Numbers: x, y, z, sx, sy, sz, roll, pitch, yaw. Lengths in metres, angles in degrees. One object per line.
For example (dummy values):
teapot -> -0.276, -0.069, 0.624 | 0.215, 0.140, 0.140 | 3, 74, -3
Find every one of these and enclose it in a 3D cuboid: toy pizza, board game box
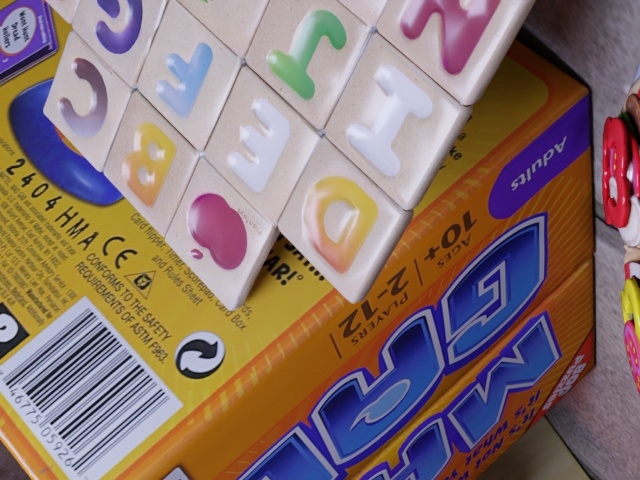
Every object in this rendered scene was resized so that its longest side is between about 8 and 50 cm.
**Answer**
toy pizza -> 0.157, 0.012, 0.559 | 0.201, 0.032, 0.201 | 173, 90, -90
board game box -> -0.064, 0.018, 0.858 | 0.356, 0.356, 0.356 | 42, 166, 30

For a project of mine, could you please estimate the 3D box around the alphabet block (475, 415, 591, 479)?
alphabet block -> 0.173, 0.298, 1.256 | 0.193, 0.197, 0.192 | 54, 170, 6

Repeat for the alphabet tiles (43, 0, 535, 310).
alphabet tiles -> -0.031, -0.145, 0.570 | 0.285, 0.011, 0.343 | 44, 127, 24
